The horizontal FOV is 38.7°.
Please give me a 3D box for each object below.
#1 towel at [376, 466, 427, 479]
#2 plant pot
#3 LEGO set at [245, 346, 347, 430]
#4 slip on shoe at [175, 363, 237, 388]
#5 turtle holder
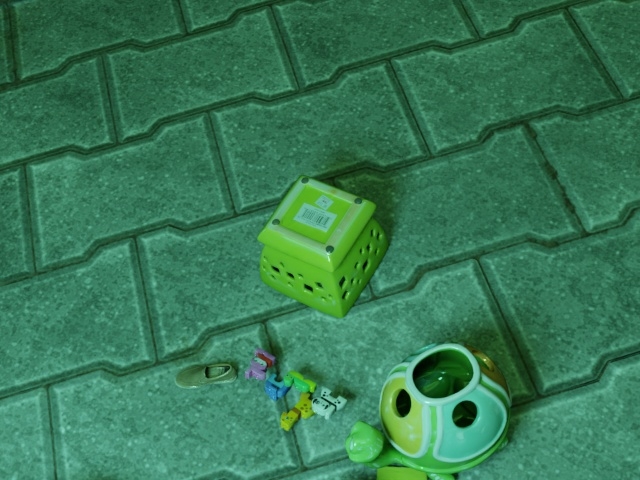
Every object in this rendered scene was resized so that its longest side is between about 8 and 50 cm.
[{"bbox_3d":[0.152,0.548,1.740,0.102,0.021,0.237,3,56,4],"label":"towel"},{"bbox_3d":[0.000,0.000,2.016,0.228,0.207,0.227,24,63,21],"label":"plant pot"},{"bbox_3d":[-0.067,0.327,1.876,0.227,0.087,0.093,27,49,24],"label":"LEGO set"},{"bbox_3d":[-0.248,0.288,1.960,0.136,0.041,0.051,-3,56,7],"label":"slip on shoe"},{"bbox_3d":[0.206,0.314,1.754,0.321,0.227,0.243,-6,52,6],"label":"turtle holder"}]
